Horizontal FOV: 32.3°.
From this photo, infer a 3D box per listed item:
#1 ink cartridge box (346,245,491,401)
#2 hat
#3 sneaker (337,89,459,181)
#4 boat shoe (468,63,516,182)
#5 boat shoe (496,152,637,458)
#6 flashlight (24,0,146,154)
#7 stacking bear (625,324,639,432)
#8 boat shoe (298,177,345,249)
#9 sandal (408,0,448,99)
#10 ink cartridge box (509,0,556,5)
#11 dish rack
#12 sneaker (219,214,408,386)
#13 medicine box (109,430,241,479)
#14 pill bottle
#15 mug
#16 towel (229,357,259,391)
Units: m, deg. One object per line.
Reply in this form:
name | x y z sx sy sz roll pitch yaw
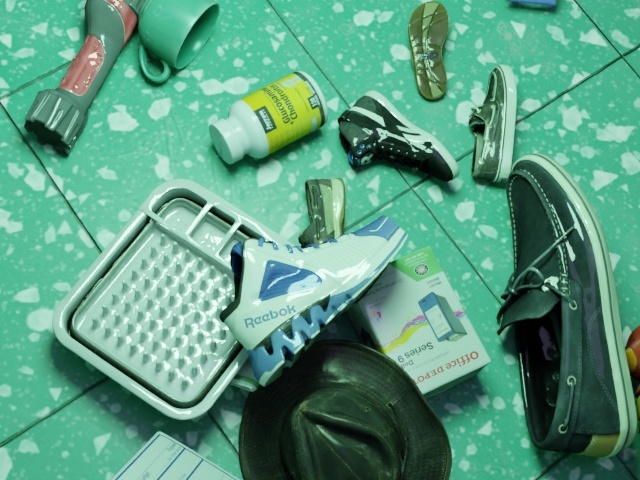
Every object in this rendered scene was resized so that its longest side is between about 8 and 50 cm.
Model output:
ink cartridge box | 0.146 0.138 1.738 0.154 0.093 0.212 -22 76 -16
hat | 0.023 0.305 1.592 0.331 0.134 0.331 -1 83 8
sneaker | 0.118 -0.145 1.860 0.217 0.079 0.121 42 71 17
boat shoe | 0.293 -0.208 1.906 0.070 0.078 0.219 8 69 -7
boat shoe | 0.360 0.097 1.743 0.156 0.187 0.500 -4 74 -17
flashlight | -0.388 -0.299 1.821 0.103 0.103 0.304 25 66 0
stacking bear | 0.559 0.259 1.728 0.164 0.175 0.289 -9 63 -10
boat shoe | 0.000 -0.001 1.782 0.073 0.080 0.223 4 63 -2
sandal | 0.190 -0.334 1.960 0.072 0.049 0.180 -2 84 -4
ink cartridge box | 0.389 -0.629 2.047 0.270 0.151 0.395 4 67 -7
dish rack | -0.211 0.093 1.698 0.285 0.072 0.333 32 66 10
sneaker | -0.030 0.044 1.626 0.182 0.127 0.315 45 69 7
medicine box | -0.170 0.421 1.470 0.289 0.263 0.149 30 102 4
pill bottle | -0.087 -0.199 1.829 0.184 0.103 0.103 -30 76 -19
mug | -0.252 -0.358 1.850 0.097 0.129 0.158 34 64 5
towel | -0.094 0.161 1.696 0.152 0.113 0.023 -54 128 -24
